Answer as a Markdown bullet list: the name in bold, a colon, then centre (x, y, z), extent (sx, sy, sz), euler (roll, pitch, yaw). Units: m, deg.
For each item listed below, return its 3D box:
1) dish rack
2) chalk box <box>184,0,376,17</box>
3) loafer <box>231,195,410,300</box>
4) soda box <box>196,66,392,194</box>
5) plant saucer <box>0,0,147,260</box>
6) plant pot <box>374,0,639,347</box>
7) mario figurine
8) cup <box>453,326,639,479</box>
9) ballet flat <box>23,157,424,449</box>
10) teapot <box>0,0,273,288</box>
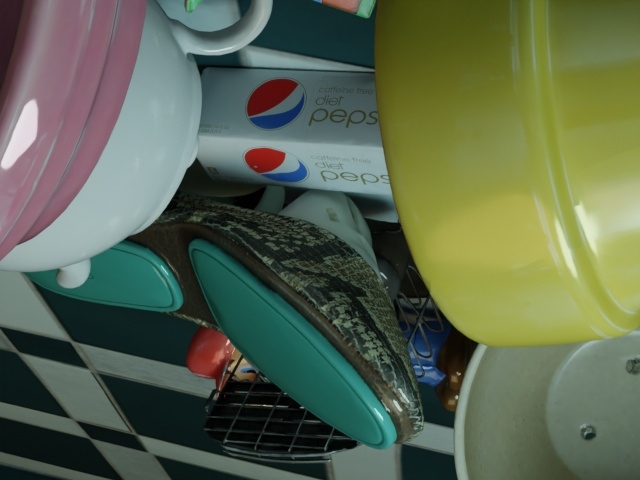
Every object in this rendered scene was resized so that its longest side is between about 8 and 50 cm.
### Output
- **dish rack**: centre (0.020, 0.100, 1.083), extent (0.208, 0.271, 0.074), euler (-5, 133, 37)
- **chalk box**: centre (-0.011, -0.195, 0.507), extent (0.132, 0.213, 0.132), euler (17, 156, -4)
- **loafer**: centre (0.000, 0.000, 1.095), extent (0.220, 0.078, 0.080), euler (19, 144, 37)
- **soda box**: centre (0.006, -0.085, 0.916), extent (0.216, 0.069, 0.074), euler (5, 154, 21)
- **plant saucer**: centre (-0.199, -0.125, 0.665), extent (0.084, 0.332, 0.332), euler (11, 164, -41)
- **plant pot**: centre (0.187, -0.078, 0.610), extent (0.239, 0.254, 0.254), euler (-8, 148, 29)
- **mario figurine**: centre (0.006, 0.154, 1.301), extent (0.320, 0.170, 0.198), euler (4, 120, 9)
- **cup**: centre (0.291, 0.165, 1.048), extent (0.331, 0.331, 0.237), euler (12, -179, 9)
- **ballet flat**: centre (-0.075, 0.007, 0.993), extent (0.482, 0.182, 0.164), euler (19, 143, 37)
- **teapot**: centre (-0.168, -0.091, 0.841), extent (0.187, 0.253, 0.256), euler (12, 175, -35)
